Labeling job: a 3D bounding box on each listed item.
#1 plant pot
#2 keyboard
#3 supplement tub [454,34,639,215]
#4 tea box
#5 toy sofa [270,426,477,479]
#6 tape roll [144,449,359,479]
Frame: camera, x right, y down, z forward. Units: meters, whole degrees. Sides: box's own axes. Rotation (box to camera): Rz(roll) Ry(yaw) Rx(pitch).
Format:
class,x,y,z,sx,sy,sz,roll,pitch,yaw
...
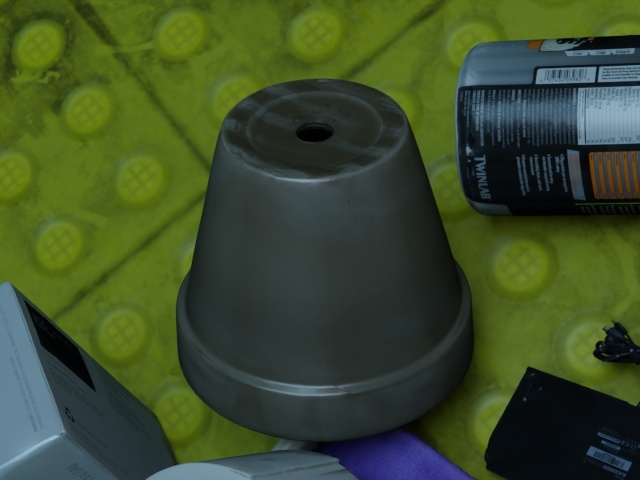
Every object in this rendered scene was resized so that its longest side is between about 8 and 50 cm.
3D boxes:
class,x,y,z,sx,sy,sz,roll,pitch,yaw
plant pot,0.000,0.000,1.795,0.323,0.280,0.323,-2,37,1
keyboard,0.317,0.192,1.759,0.317,0.033,0.202,20,76,48
supplement tub,0.314,-0.123,1.859,0.316,0.193,0.194,0,69,18
tea box,-0.349,0.273,1.832,0.323,0.329,0.220,-32,50,6
toy sofa,0.105,0.293,1.774,0.362,0.177,0.150,34,83,28
tape roll,-0.067,0.326,1.651,0.246,0.169,0.246,-1,89,31
